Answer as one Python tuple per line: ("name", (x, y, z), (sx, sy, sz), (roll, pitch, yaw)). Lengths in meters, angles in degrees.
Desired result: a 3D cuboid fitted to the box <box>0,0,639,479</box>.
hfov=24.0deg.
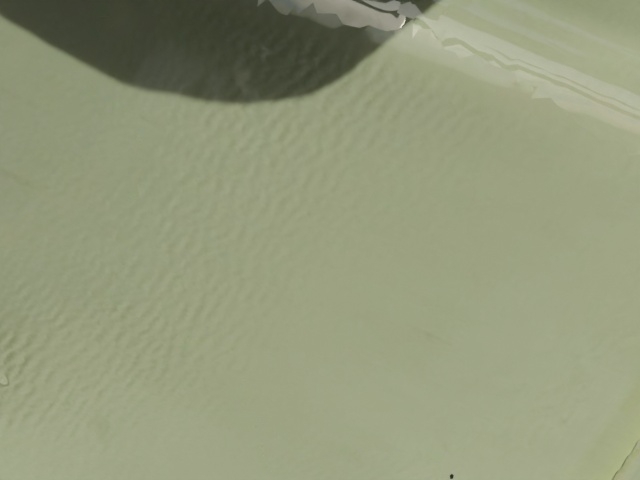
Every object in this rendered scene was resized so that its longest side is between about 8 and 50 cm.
("box", (0.000, 0.000, 0.638), (0.177, 0.344, 0.352), (-66, -1, -51))
